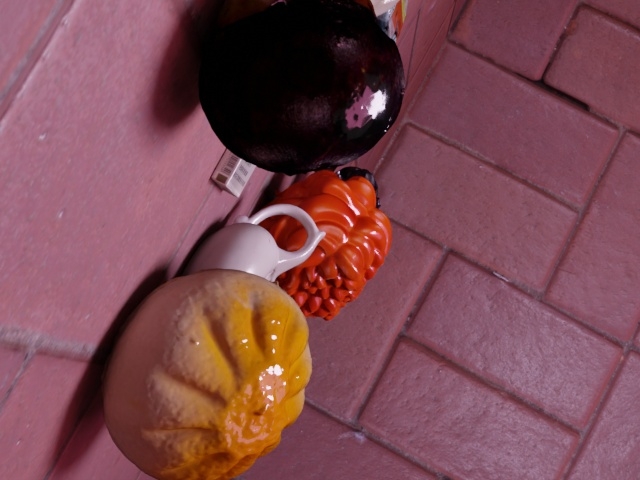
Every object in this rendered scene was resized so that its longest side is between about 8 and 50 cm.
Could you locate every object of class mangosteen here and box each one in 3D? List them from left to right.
[{"bbox_3d":[-0.021,-0.190,0.994,0.211,0.211,0.250,-28,115,-80],"label":"mangosteen"}]

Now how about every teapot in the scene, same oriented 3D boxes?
[{"bbox_3d":[-0.116,0.064,1.458,0.299,0.166,0.208,-50,159,-16],"label":"teapot"}]

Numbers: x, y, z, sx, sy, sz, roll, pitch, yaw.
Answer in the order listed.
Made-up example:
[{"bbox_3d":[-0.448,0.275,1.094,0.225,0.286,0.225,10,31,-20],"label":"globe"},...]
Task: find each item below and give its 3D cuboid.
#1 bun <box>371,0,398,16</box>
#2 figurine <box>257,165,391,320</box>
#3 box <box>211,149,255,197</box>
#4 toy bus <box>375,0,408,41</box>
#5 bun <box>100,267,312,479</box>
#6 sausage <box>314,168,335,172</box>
[{"bbox_3d":[0.057,-0.327,1.090,0.173,0.120,0.172,11,90,-70],"label":"bun"},{"bbox_3d":[0.006,-0.005,1.827,0.306,0.241,0.412,-41,-178,17],"label":"figurine"},{"bbox_3d":[-0.080,-0.155,1.335,0.198,0.029,0.109,-61,174,-4],"label":"box"},{"bbox_3d":[0.058,-0.334,1.316,0.265,0.121,0.119,57,57,-81],"label":"toy bus"},{"bbox_3d":[-0.122,0.185,1.270,0.299,0.165,0.299,-22,125,-35],"label":"bun"},{"bbox_3d":[0.033,-0.201,1.968,0.169,0.065,0.065,-58,173,-40],"label":"sausage"}]
